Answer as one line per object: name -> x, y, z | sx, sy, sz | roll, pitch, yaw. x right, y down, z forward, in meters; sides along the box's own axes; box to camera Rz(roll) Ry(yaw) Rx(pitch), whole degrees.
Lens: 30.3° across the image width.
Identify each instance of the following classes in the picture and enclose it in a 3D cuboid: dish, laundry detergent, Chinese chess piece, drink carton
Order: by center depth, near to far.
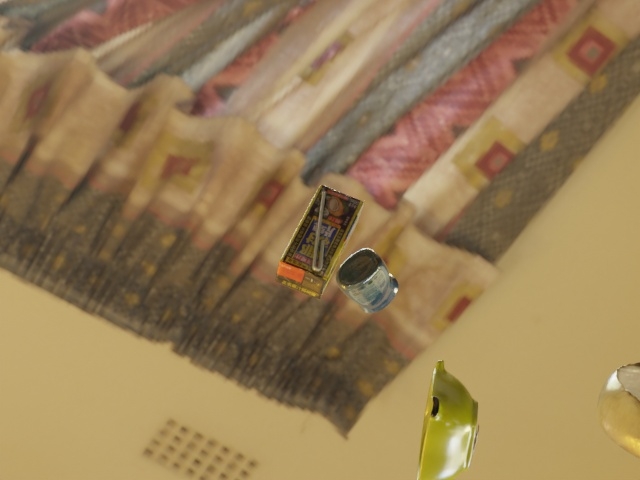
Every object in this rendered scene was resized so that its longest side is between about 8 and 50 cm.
drink carton -> 0.000, 0.000, 1.637 | 0.071, 0.056, 0.165 | 20, -134, 6
Chinese chess piece -> 0.600, 0.304, 2.026 | 0.250, 0.103, 0.250 | 15, -162, -5
laundry detergent -> 0.094, 0.086, 2.229 | 0.061, 0.096, 0.206 | 46, 176, 26
dish -> 0.268, 0.392, 2.454 | 0.108, 0.262, 0.221 | 8, -147, 3
